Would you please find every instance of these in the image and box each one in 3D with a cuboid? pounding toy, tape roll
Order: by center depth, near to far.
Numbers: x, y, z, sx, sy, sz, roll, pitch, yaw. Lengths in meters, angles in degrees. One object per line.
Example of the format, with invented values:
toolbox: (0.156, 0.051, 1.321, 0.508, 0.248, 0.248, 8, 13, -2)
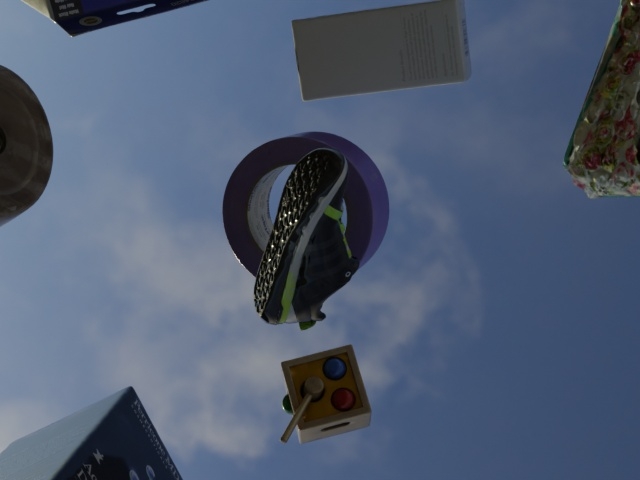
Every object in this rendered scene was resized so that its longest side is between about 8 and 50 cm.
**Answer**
tape roll: (-0.017, -0.035, 1.493, 0.189, 0.189, 0.080, -46, 175, 18)
pounding toy: (-0.004, 0.234, 1.822, 0.141, 0.100, 0.130, -14, -115, -6)

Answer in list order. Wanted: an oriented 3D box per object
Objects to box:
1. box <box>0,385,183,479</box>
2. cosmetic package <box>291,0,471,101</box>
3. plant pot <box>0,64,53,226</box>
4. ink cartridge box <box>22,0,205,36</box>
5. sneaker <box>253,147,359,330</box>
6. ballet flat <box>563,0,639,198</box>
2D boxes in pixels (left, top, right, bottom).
box: (-0.304, 0.405, 1.563, 0.212, 0.293, 0.395, -26, -173, 9)
cosmetic package: (0.086, -0.264, 1.703, 0.231, 0.117, 0.085, -4, -168, 14)
plant pot: (-0.501, -0.108, 1.544, 0.280, 0.323, 0.323, -9, -125, 32)
ink cartridge box: (-0.292, -0.357, 1.699, 0.224, 0.223, 0.045, 36, -42, 45)
sneaker: (0.000, 0.000, 1.359, 0.084, 0.097, 0.234, -106, -148, -49)
ballet flat: (0.244, -0.139, 0.871, 0.077, 0.091, 0.240, 25, -72, 37)
